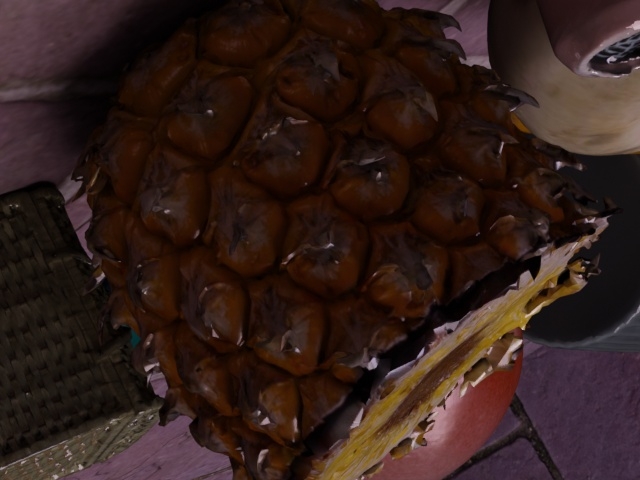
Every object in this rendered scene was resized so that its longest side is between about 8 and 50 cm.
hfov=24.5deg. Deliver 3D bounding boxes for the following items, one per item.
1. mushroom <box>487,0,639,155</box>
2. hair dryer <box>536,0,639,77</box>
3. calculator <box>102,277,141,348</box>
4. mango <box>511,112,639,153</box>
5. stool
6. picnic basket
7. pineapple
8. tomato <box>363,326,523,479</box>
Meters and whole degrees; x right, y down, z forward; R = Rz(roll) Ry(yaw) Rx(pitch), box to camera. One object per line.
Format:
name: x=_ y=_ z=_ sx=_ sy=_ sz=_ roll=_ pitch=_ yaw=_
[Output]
mushroom: x=0.301 y=-0.189 z=1.083 sx=0.356 sy=0.315 sz=0.315 roll=3 pitch=-175 yaw=34
hair dryer: x=0.278 y=-0.227 z=0.890 sx=0.344 sy=0.189 sz=0.107 roll=-15 pitch=167 yaw=-9
calculator: x=-0.235 y=0.098 z=1.423 sx=0.274 sy=0.058 sz=0.248 roll=-23 pitch=165 yaw=-22
mango: x=0.320 y=-0.155 z=1.462 sx=0.295 sy=0.120 sz=0.177 roll=-18 pitch=160 yaw=-35
stool: x=0.352 y=-0.008 z=1.718 sx=0.297 sy=0.297 sz=0.330 roll=-37 pitch=159 yaw=29
picnic basket: x=-0.224 y=0.080 z=1.107 sx=0.154 sy=0.196 sz=0.134 roll=-20 pitch=163 yaw=-32
pineapple: x=0.002 y=-0.002 z=1.016 sx=0.352 sy=0.300 sz=0.352 roll=-32 pitch=159 yaw=-14
tomato: x=0.045 y=0.112 z=1.467 sx=0.321 sy=0.321 sz=0.321 roll=-27 pitch=165 yaw=-8
